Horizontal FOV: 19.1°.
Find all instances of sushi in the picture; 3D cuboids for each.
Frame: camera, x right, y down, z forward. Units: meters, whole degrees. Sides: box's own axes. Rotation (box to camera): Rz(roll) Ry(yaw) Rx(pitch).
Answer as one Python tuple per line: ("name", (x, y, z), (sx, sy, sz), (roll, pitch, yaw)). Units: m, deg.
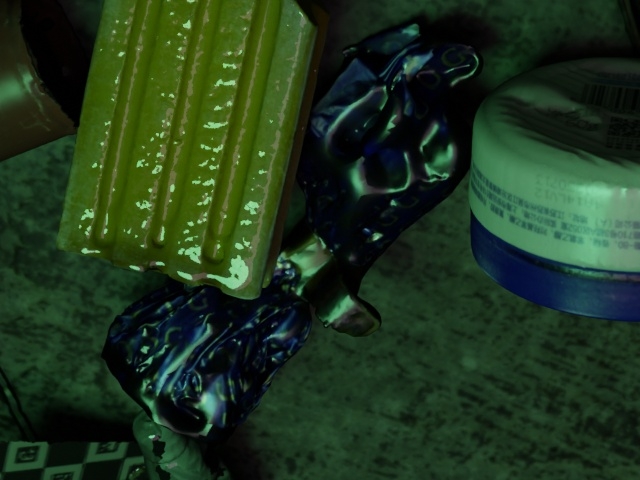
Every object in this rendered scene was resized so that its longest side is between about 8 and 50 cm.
("sushi", (-0.180, 0.212, 1.437), (0.201, 0.031, 0.139), (3, 125, -34))

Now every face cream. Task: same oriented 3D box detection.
("face cream", (0.198, -0.041, 1.223), (0.206, 0.206, 0.111), (1, 119, 2))

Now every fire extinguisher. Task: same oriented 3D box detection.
("fire extinguisher", (-0.314, -0.057, 1.306), (0.337, 0.106, 0.147), (-20, 143, 15))

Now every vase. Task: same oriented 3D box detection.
("vase", (-0.093, 0.186, 1.412), (0.060, 0.060, 0.211), (-12, 143, 10))

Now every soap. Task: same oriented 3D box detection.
("soap", (-0.079, -0.092, 1.229), (0.140, 0.073, 0.232), (13, 99, 6))

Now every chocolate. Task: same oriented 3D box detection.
("chocolate", (0.001, -0.003, 1.319), (0.343, 0.126, 0.148), (-47, 71, 17))
